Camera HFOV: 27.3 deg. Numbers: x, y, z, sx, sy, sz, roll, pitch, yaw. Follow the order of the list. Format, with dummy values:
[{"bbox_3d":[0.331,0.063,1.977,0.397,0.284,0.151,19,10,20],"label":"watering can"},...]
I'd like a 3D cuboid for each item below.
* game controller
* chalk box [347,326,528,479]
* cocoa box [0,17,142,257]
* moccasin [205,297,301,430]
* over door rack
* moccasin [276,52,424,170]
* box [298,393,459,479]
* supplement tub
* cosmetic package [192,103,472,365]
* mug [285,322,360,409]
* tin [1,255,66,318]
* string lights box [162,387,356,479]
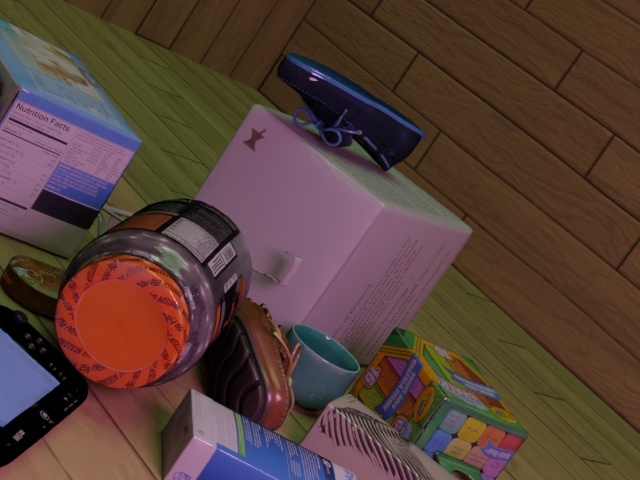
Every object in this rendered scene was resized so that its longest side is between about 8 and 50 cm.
[{"bbox_3d":[-0.366,0.159,1.475,0.166,0.067,0.319,35,13,2],"label":"game controller"},{"bbox_3d":[0.186,0.302,2.072,0.180,0.179,0.289,26,15,-30],"label":"chalk box"},{"bbox_3d":[-0.477,-0.179,2.074,0.231,0.228,0.347,24,16,-39],"label":"cocoa box"},{"bbox_3d":[-0.097,0.179,1.960,0.147,0.139,0.380,20,7,-19],"label":"moccasin"},{"bbox_3d":[-0.234,0.022,2.128,0.324,0.108,0.239,14,-1,36],"label":"over door rack"},{"bbox_3d":[0.048,-0.206,2.275,0.342,0.117,0.138,28,14,-38],"label":"moccasin"},{"bbox_3d":[0.107,0.345,1.905,0.275,0.094,0.113,37,13,13],"label":"box"},{"bbox_3d":[-0.219,0.068,1.741,0.207,0.207,0.338,34,15,1],"label":"supplement tub"},{"bbox_3d":[0.000,0.000,2.387,0.329,0.327,0.393,40,13,28],"label":"cosmetic package"},{"bbox_3d":[-0.007,0.213,2.104,0.157,0.097,0.129,25,15,-39],"label":"mug"},{"bbox_3d":[-0.362,0.078,1.854,0.189,0.040,0.106,25,12,-39],"label":"tin"},{"bbox_3d":[-0.070,0.300,1.669,0.259,0.077,0.133,31,14,-16],"label":"string lights box"}]
